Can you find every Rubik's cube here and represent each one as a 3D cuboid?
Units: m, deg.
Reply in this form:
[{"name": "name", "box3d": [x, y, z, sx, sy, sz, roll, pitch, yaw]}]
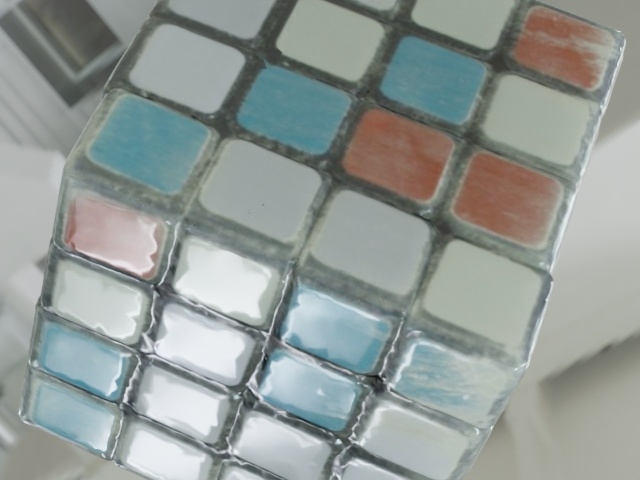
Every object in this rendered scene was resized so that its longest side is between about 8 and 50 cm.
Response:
[{"name": "Rubik's cube", "box3d": [0.000, -0.001, 1.005, 0.256, 0.259, 0.253, 108, 7, -51]}]
